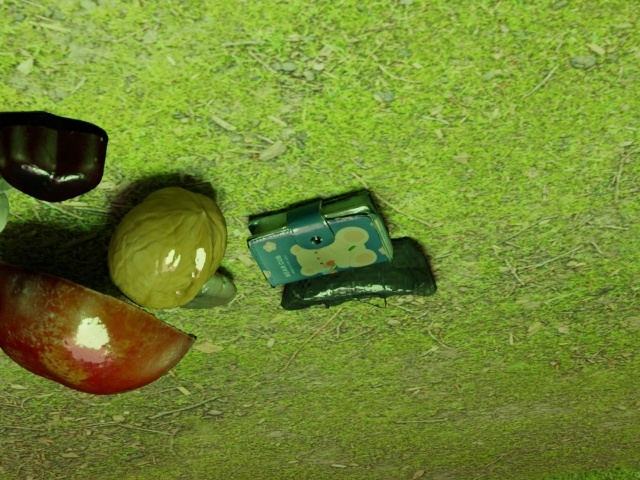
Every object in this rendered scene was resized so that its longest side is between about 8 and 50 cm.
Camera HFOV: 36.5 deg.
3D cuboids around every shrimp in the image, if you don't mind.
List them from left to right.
[{"bbox_3d":[-0.253,0.066,1.557,0.254,0.059,0.145,11,156,-35],"label":"shrimp"}]

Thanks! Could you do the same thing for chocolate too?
[{"bbox_3d":[-0.353,-0.094,1.237,0.148,0.080,0.125,11,146,-28],"label":"chocolate"}]

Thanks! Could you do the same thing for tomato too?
[{"bbox_3d":[-0.375,0.145,1.464,0.338,0.144,0.338,18,166,5],"label":"tomato"}]

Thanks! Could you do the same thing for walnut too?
[{"bbox_3d":[-0.216,0.011,1.370,0.159,0.159,0.207,15,138,-31],"label":"walnut"}]

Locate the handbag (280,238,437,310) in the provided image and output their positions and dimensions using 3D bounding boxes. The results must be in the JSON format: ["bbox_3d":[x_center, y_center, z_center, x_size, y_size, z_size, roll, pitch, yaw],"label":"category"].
[{"bbox_3d":[0.061,0.072,1.596,0.270,0.089,0.175,-5,159,2],"label":"handbag"}]

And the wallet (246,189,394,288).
[{"bbox_3d":[0.000,-0.001,1.456,0.202,0.059,0.141,-13,140,14],"label":"wallet"}]

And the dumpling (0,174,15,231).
[{"bbox_3d":[-0.456,-0.057,1.260,0.136,0.118,0.199,-18,-178,0],"label":"dumpling"}]
